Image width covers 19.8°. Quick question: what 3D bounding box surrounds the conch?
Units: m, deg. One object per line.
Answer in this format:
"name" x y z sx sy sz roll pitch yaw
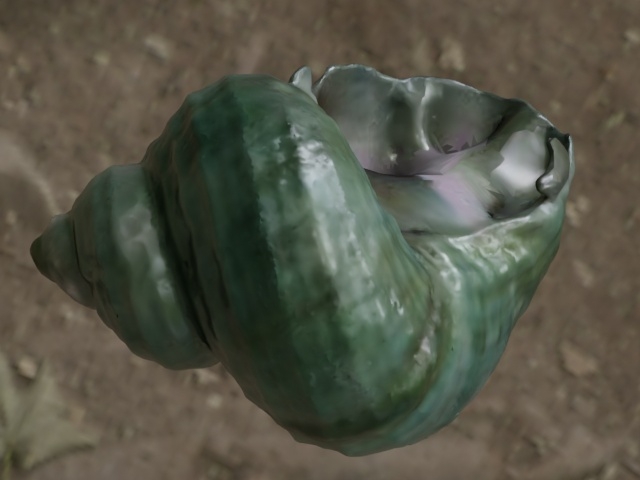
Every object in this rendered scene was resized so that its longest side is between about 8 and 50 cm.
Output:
"conch" 0.000 0.000 0.883 0.277 0.195 0.220 -7 57 -6
